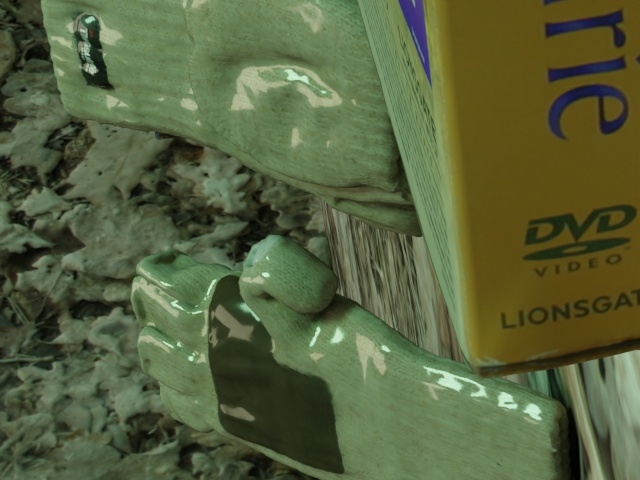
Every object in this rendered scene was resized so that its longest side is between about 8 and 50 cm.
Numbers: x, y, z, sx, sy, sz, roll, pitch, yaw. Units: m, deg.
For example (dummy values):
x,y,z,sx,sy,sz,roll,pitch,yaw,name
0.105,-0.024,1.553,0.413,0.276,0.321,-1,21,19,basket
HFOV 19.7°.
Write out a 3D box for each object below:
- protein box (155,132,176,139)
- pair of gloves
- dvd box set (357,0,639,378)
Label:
x,y,z,sx,sy,sz,roll,pitch,yaw,name
-0.023,-0.172,0.800,0.200,0.136,0.201,-104,5,-72,protein box
0.000,0.000,0.695,0.042,0.204,0.240,-42,-50,-41,pair of gloves
0.019,-0.225,0.428,0.307,0.062,0.420,-102,3,-57,dvd box set
